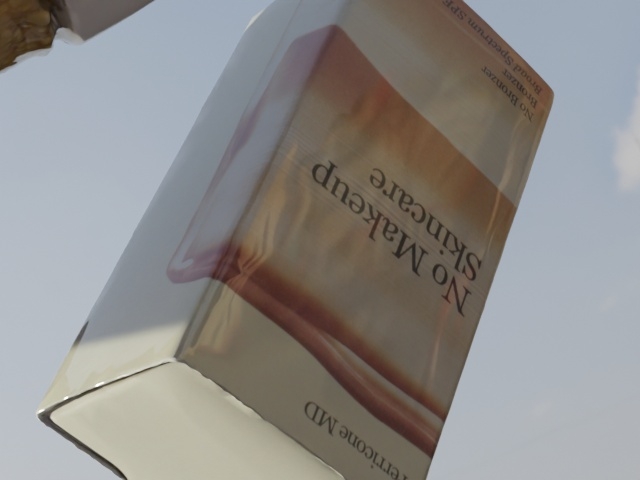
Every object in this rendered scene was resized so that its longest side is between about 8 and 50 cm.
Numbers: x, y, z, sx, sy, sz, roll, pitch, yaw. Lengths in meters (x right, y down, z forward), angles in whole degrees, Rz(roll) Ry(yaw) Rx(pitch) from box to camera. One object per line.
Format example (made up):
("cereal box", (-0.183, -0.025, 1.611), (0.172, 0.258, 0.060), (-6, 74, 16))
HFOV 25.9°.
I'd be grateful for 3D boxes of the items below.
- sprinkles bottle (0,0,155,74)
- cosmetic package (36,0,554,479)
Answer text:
("sprinkles bottle", (-0.222, -0.052, 0.458), (0.355, 0.121, 0.121), (-33, -24, -13))
("cosmetic package", (0.000, 0.000, 0.728), (0.153, 0.296, 0.129), (39, -38, -22))
